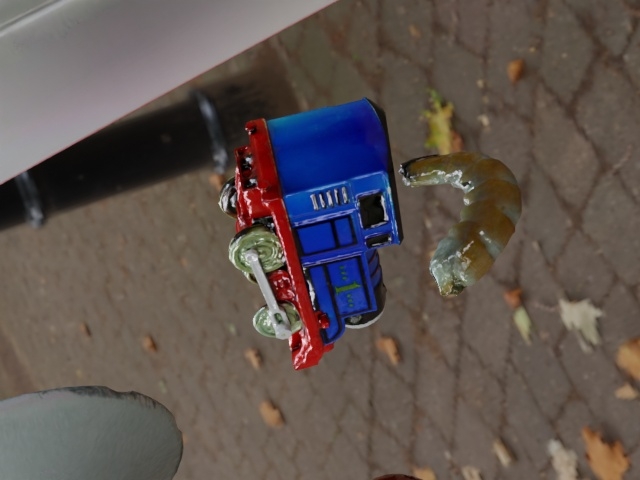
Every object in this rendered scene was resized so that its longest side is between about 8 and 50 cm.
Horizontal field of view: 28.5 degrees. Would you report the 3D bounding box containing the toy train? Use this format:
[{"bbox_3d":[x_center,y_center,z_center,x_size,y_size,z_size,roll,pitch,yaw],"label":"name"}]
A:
[{"bbox_3d":[0.000,0.000,0.926,0.204,0.131,0.083,77,179,-50],"label":"toy train"}]

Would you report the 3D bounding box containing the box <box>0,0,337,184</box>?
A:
[{"bbox_3d":[-0.135,-0.272,0.634,0.314,0.312,0.300,54,170,47],"label":"box"}]

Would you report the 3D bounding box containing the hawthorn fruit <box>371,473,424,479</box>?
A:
[{"bbox_3d":[0.048,0.227,0.848,0.140,0.125,0.125,59,156,29],"label":"hawthorn fruit"}]

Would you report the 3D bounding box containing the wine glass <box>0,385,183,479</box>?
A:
[{"bbox_3d":[-0.073,0.160,0.393,0.196,0.165,0.165,58,155,31],"label":"wine glass"}]

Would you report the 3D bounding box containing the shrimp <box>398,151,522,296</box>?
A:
[{"bbox_3d":[0.128,-0.028,1.326,0.166,0.161,0.049,25,165,38],"label":"shrimp"}]
